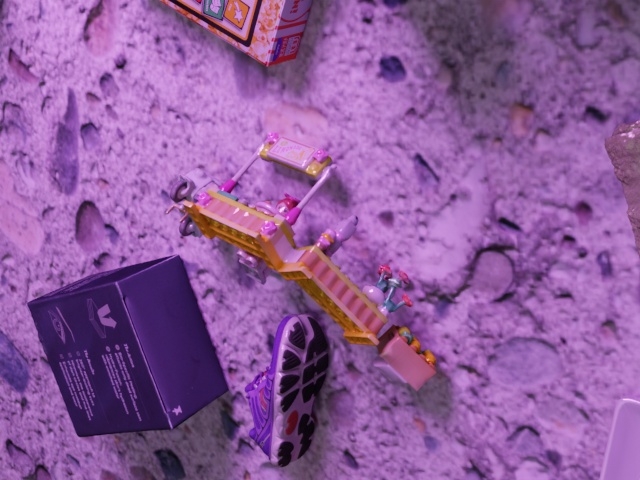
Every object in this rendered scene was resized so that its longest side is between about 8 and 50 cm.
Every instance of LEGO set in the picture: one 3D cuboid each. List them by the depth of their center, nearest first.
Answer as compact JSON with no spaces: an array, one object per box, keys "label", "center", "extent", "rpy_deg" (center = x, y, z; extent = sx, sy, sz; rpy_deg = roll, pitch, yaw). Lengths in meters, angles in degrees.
[{"label":"LEGO set","center":[0.000,0.000,0.873],"extent":[0.287,0.107,0.132],"rpy_deg":[33,159,16]}]

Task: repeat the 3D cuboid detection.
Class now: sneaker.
[{"label":"sneaker","center":[-0.043,0.140,0.959],"extent":[0.071,0.068,0.170],"rpy_deg":[31,124,30]}]

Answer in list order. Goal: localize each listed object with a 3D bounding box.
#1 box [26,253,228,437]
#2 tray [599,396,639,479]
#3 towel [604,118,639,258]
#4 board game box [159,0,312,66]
[{"label":"box","center":[-0.200,0.111,1.044],"extent":[0.158,0.093,0.156],"rpy_deg":[-13,100,40]},{"label":"tray","center":[0.330,0.216,0.713],"extent":[0.270,0.030,0.145],"rpy_deg":[14,91,32]},{"label":"towel","center":[0.273,-0.041,0.676],"extent":[0.148,0.027,0.110],"rpy_deg":[-12,102,38]},{"label":"board game box","center":[-0.086,-0.256,0.843],"extent":[0.193,0.045,0.147],"rpy_deg":[34,125,21]}]
